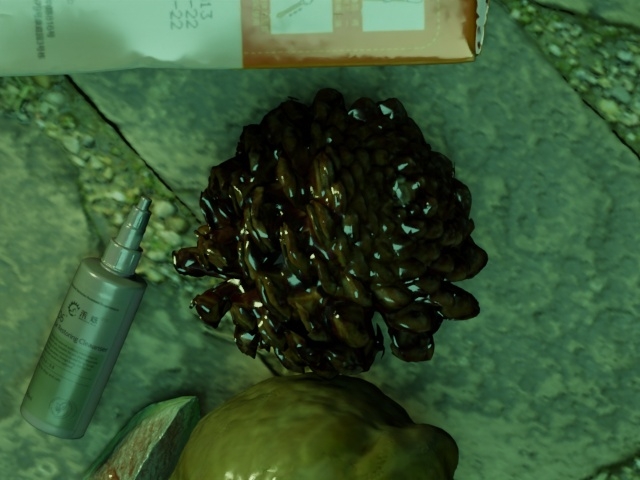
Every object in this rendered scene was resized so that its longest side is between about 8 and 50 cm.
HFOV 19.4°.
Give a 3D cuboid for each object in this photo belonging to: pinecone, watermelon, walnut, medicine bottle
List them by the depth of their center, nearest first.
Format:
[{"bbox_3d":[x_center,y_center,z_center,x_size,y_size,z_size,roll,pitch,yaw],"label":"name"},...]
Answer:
[{"bbox_3d":[0.000,0.000,1.377,0.221,0.221,0.221,0,104,-1],"label":"pinecone"},{"bbox_3d":[-0.013,0.215,1.389,0.283,0.283,0.227,-27,86,5],"label":"walnut"},{"bbox_3d":[-0.172,0.056,1.453,0.058,0.057,0.199,23,103,-7],"label":"medicine bottle"},{"bbox_3d":[-0.149,0.199,1.479,0.081,0.094,0.180,20,88,-3],"label":"watermelon"}]

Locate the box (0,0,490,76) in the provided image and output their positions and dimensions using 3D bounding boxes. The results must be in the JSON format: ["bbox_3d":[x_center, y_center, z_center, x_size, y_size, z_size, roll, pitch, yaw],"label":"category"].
[{"bbox_3d":[-0.057,-0.206,1.305,0.341,0.225,0.143,-3,106,0],"label":"box"}]
